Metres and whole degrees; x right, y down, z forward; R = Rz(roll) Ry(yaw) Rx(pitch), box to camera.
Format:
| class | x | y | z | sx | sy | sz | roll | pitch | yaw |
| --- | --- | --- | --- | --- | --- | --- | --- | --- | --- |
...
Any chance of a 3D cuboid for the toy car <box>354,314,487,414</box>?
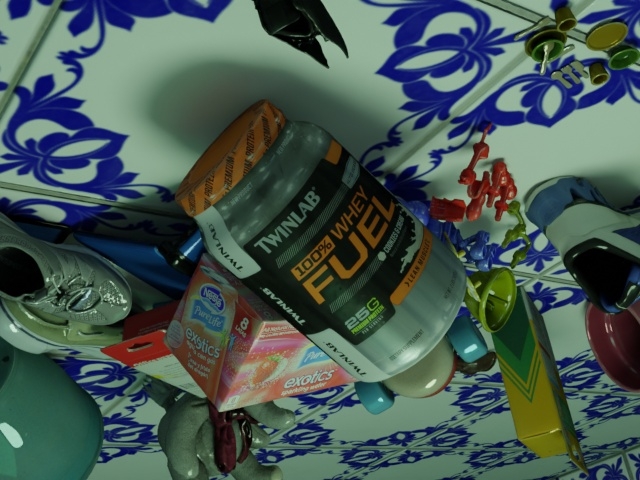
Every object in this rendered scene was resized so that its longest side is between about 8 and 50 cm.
| class | x | y | z | sx | sy | sz | roll | pitch | yaw |
| --- | --- | --- | --- | --- | --- | --- | --- | --- | --- |
| toy car | 0.170 | 0.169 | 1.545 | 0.219 | 0.210 | 0.238 | -32 | 160 | 15 |

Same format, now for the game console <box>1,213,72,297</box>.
| class | x | y | z | sx | sy | sz | roll | pitch | yaw |
| --- | --- | --- | --- | --- | --- | --- | --- | --- | --- |
| game console | -0.403 | 0.024 | 1.179 | 0.122 | 0.107 | 0.071 | 12 | 174 | -36 |

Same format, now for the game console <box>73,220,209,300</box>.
| class | x | y | z | sx | sy | sz | roll | pitch | yaw |
| --- | --- | --- | --- | --- | --- | --- | --- | --- | --- |
| game console | -0.149 | 0.002 | 1.274 | 0.250 | 0.173 | 0.293 | -46 | 149 | 0 |

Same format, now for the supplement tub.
| class | x | y | z | sx | sy | sz | roll | pitch | yaw |
| --- | --- | --- | --- | --- | --- | --- | --- | --- | --- |
| supplement tub | 0.000 | 0.000 | 1.029 | 0.316 | 0.194 | 0.193 | 41 | 130 | -18 |

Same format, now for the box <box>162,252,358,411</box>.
| class | x | y | z | sx | sy | sz | roll | pitch | yaw |
| --- | --- | --- | --- | --- | --- | --- | --- | --- | --- |
| box | -0.038 | 0.109 | 1.222 | 0.299 | 0.142 | 0.154 | -1 | 127 | -48 |

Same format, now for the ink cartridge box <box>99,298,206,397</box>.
| class | x | y | z | sx | sy | sz | roll | pitch | yaw |
| --- | --- | --- | --- | --- | --- | --- | --- | --- | --- |
| ink cartridge box | -0.204 | 0.158 | 1.359 | 0.134 | 0.078 | 0.231 | -19 | 145 | 29 |

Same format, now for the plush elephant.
| class | x | y | z | sx | sy | sz | roll | pitch | yaw |
| --- | --- | --- | --- | --- | --- | --- | --- | --- | --- |
| plush elephant | -0.157 | 0.306 | 1.622 | 0.255 | 0.330 | 0.271 | -46 | 158 | 21 |

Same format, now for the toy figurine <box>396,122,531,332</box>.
| class | x | y | z | sx | sy | sz | roll | pitch | yaw |
| --- | --- | --- | --- | --- | --- | --- | --- | --- | --- |
| toy figurine | 0.153 | -0.015 | 1.285 | 0.217 | 0.191 | 0.362 | 9 | 159 | 27 |

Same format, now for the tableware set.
| class | x | y | z | sx | sy | sz | roll | pitch | yaw |
| --- | --- | --- | --- | --- | --- | --- | --- | --- | --- |
| tableware set | 0.296 | -0.216 | 1.017 | 0.104 | 0.024 | 0.154 | -28 | 148 | 29 |

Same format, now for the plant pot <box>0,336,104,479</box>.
| class | x | y | z | sx | sy | sz | roll | pitch | yaw |
| --- | --- | --- | --- | --- | --- | --- | --- | --- | --- |
| plant pot | -0.522 | 0.274 | 1.433 | 0.271 | 0.272 | 0.255 | -12 | 138 | 4 |

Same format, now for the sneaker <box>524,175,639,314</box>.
| class | x | y | z | sx | sy | sz | roll | pitch | yaw |
| --- | --- | --- | --- | --- | --- | --- | --- | --- | --- |
| sneaker | 0.454 | 0.033 | 1.330 | 0.315 | 0.182 | 0.127 | 14 | 134 | -27 |

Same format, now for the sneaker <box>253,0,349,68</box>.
| class | x | y | z | sx | sy | sz | roll | pitch | yaw |
| --- | --- | --- | --- | --- | --- | --- | --- | --- | --- |
| sneaker | -0.041 | -0.226 | 0.805 | 0.051 | 0.089 | 0.170 | -27 | 149 | 28 |

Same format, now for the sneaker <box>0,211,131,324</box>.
| class | x | y | z | sx | sy | sz | roll | pitch | yaw |
| --- | --- | --- | --- | --- | --- | --- | --- | --- | --- |
| sneaker | -0.355 | 0.056 | 1.142 | 0.281 | 0.115 | 0.105 | 29 | 102 | -41 |

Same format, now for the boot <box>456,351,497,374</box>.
| class | x | y | z | sx | sy | sz | roll | pitch | yaw |
| --- | --- | --- | --- | --- | --- | --- | --- | --- | --- |
| boot | 0.307 | 0.261 | 1.929 | 0.114 | 0.037 | 0.106 | 13 | 143 | -30 |

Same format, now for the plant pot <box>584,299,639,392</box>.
| class | x | y | z | sx | sy | sz | roll | pitch | yaw |
| --- | --- | --- | --- | --- | --- | --- | --- | --- | --- |
| plant pot | 0.639 | 0.167 | 1.716 | 0.180 | 0.201 | 0.201 | -20 | 156 | -17 |

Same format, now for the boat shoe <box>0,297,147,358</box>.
| class | x | y | z | sx | sy | sz | roll | pitch | yaw |
| --- | --- | --- | --- | --- | --- | --- | --- | --- | --- |
| boat shoe | -0.369 | 0.107 | 1.336 | 0.094 | 0.109 | 0.302 | -34 | 157 | 14 |

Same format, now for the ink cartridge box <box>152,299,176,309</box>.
| class | x | y | z | sx | sy | sz | roll | pitch | yaw |
| --- | --- | --- | --- | --- | --- | --- | --- | --- | --- |
| ink cartridge box | -0.174 | 0.135 | 1.477 | 0.181 | 0.062 | 0.104 | -11 | 152 | 1 |

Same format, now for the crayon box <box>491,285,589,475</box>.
| class | x | y | z | sx | sy | sz | roll | pitch | yaw |
| --- | --- | --- | --- | --- | --- | --- | --- | --- | --- |
| crayon box | 0.396 | 0.271 | 1.658 | 0.083 | 0.323 | 0.203 | -20 | 151 | 17 |
